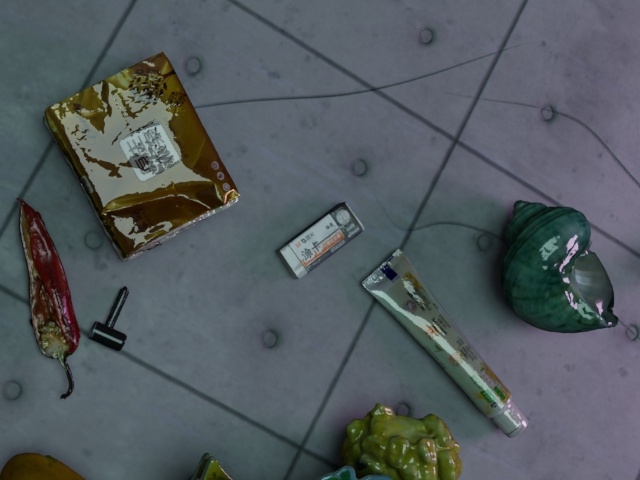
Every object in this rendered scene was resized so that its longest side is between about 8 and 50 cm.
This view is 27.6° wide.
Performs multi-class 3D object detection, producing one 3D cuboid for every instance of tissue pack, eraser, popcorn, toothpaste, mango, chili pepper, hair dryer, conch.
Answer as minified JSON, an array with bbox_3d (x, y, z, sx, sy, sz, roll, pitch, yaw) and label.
[{"bbox_3d":[-0.235,-0.109,1.719,0.183,0.092,0.226,-29,94,-17],"label":"tissue pack"},{"bbox_3d":[0.000,0.000,1.821,0.122,0.029,0.052,-36,98,-18],"label":"eraser"},{"bbox_3d":[0.107,0.299,1.773,0.173,0.173,0.142,47,64,-10],"label":"popcorn"},{"bbox_3d":[0.185,0.155,1.863,0.056,0.058,0.314,-37,96,27],"label":"toothpaste"},{"bbox_3d":[-0.323,0.366,1.652,0.147,0.109,0.227,-28,96,6],"label":"mango"},{"bbox_3d":[-0.351,0.073,1.693,0.050,0.059,0.268,-11,87,-57],"label":"chili pepper"},{"bbox_3d":[-0.272,0.101,1.730,0.047,0.026,0.083,26,72,-17],"label":"hair dryer"},{"bbox_3d":[0.334,0.034,1.881,0.196,0.134,0.202,7,76,-58],"label":"conch"}]

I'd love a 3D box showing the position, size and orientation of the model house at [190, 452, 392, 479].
[{"bbox_3d":[-0.042,0.420,1.620,0.357,0.242,0.313,-10,113,-17],"label":"model house"}]
